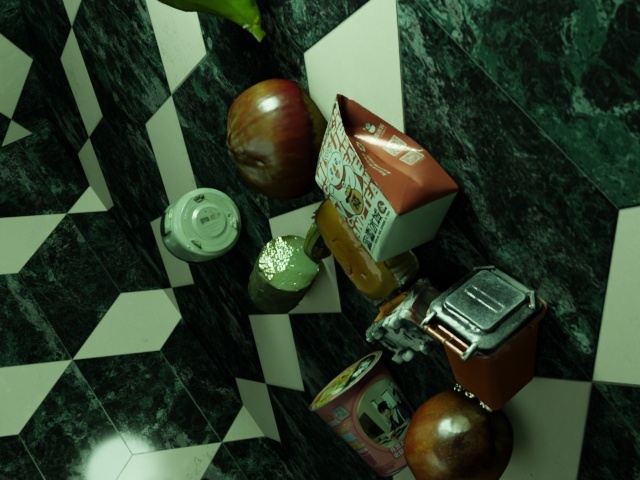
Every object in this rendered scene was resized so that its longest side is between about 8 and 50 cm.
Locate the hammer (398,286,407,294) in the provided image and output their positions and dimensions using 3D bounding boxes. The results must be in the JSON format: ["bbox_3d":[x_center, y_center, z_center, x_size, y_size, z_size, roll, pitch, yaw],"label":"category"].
[{"bbox_3d":[0.139,0.050,1.704,0.201,0.021,0.078,55,156,10],"label":"hammer"}]

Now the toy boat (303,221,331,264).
[{"bbox_3d":[0.000,0.000,1.869,0.066,0.065,0.172,28,148,12],"label":"toy boat"}]

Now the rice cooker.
[{"bbox_3d":[-0.366,-0.045,2.336,0.226,0.226,0.244,62,158,-5],"label":"rice cooker"}]

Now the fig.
[{"bbox_3d":[-0.243,-0.533,1.559,0.314,0.233,0.233,47,163,-28],"label":"fig"}]

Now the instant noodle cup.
[{"bbox_3d":[0.134,0.442,1.943,0.255,0.244,0.244,53,156,-1],"label":"instant noodle cup"}]

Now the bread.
[{"bbox_3d":[0.090,0.006,1.620,0.241,0.107,0.136,56,143,9],"label":"bread"}]

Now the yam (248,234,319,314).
[{"bbox_3d":[-0.104,0.097,2.069,0.161,0.161,0.268,55,158,10],"label":"yam"}]

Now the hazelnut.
[{"bbox_3d":[-0.087,-0.205,1.617,0.217,0.217,0.251,16,127,57],"label":"hazelnut"}]

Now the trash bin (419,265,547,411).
[{"bbox_3d":[0.291,0.188,1.387,0.161,0.184,0.238,37,153,42],"label":"trash bin"}]

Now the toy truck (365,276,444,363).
[{"bbox_3d":[0.186,0.168,1.599,0.114,0.135,0.270,37,159,-2],"label":"toy truck"}]

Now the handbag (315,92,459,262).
[{"bbox_3d":[0.102,-0.129,1.440,0.298,0.151,0.171,56,153,25],"label":"handbag"}]

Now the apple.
[{"bbox_3d":[0.290,0.421,1.604,0.230,0.230,0.229,44,151,31],"label":"apple"}]
